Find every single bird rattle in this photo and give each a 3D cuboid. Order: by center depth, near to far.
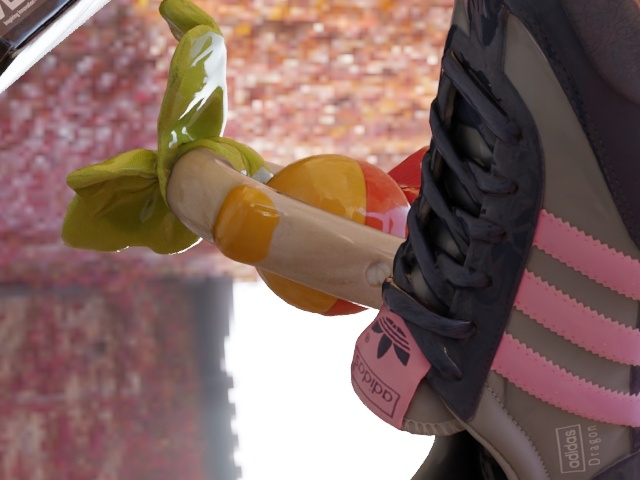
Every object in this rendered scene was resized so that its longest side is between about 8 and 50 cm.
[{"bbox_3d":[0.000,0.000,0.991,0.143,0.253,0.207,-59,-158,6],"label":"bird rattle"}]

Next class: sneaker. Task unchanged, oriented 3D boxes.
[{"bbox_3d":[0.069,0.012,0.731,0.112,0.131,0.319,-122,-167,-48],"label":"sneaker"}]

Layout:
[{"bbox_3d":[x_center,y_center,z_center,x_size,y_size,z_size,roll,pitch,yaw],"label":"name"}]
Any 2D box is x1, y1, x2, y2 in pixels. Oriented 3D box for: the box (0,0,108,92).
[{"bbox_3d":[-0.226,-0.283,1.232,0.318,0.395,0.097,44,-50,-5],"label":"box"}]
